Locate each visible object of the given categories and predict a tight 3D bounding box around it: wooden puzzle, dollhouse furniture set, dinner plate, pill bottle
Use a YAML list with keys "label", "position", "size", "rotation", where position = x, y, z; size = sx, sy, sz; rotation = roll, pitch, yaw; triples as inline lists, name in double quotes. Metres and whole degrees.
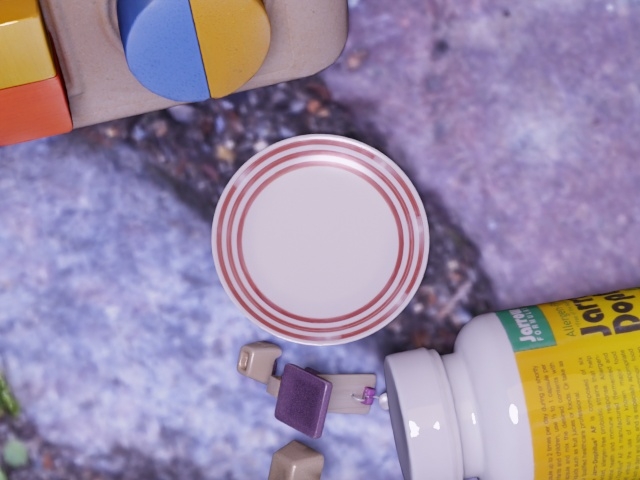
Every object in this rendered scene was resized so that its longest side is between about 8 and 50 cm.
- label: "wooden puzzle"
  position: [-0.150, -0.176, 0.868]
  size: [0.347, 0.322, 0.080]
  rotation: [-17, 48, -8]
- label: "dollhouse furniture set"
  position: [-0.005, 0.130, 0.948]
  size: [0.081, 0.091, 0.114]
  rotation: [6, 99, -41]
- label: "dinner plate"
  position: [0.000, 0.000, 0.978]
  size: [0.141, 0.017, 0.141]
  rotation: [0, 75, -1]
- label: "pill bottle"
  position: [0.148, 0.094, 0.905]
  size: [0.208, 0.117, 0.118]
  rotation: [-10, 76, -4]
